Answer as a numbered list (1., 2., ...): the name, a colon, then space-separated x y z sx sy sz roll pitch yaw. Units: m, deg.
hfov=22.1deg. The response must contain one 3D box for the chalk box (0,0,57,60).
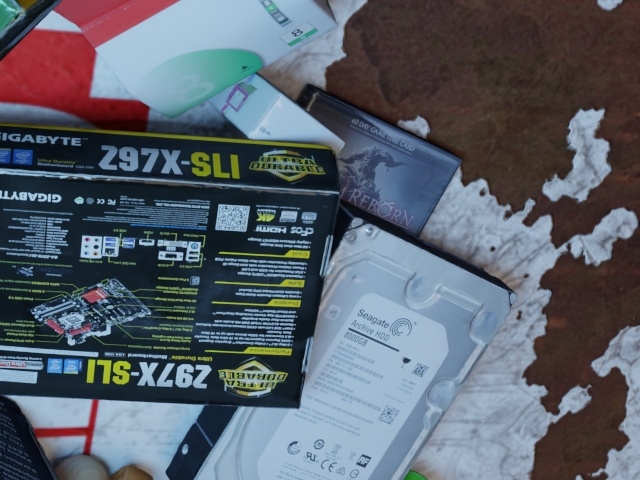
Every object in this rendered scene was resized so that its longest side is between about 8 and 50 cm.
1. chalk box: -0.347 -0.163 1.241 0.289 0.180 0.179 -39 100 22

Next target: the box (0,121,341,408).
1. box: -0.158 0.028 1.463 0.322 0.079 0.257 3 128 -9

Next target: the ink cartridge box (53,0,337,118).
1. ink cartridge box: -0.105 -0.190 1.379 0.181 0.056 0.225 -27 163 14

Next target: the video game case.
1. video game case: 0.000 0.000 1.641 0.196 0.026 0.274 23 103 -33

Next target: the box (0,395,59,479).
1. box: -0.427 0.383 1.348 0.297 0.472 0.480 31 97 -34

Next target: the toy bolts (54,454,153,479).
1. toy bolts: -0.247 0.340 1.598 0.158 0.228 0.218 39 116 -10

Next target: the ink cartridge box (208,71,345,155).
1. ink cartridge box: -0.044 -0.112 1.503 0.088 0.122 0.052 35 96 -35

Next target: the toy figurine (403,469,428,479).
1. toy figurine: 0.132 0.340 1.835 0.159 0.130 0.173 13 130 -40

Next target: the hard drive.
1. hard drive: 0.025 0.148 1.675 0.237 0.064 0.339 26 100 -34
